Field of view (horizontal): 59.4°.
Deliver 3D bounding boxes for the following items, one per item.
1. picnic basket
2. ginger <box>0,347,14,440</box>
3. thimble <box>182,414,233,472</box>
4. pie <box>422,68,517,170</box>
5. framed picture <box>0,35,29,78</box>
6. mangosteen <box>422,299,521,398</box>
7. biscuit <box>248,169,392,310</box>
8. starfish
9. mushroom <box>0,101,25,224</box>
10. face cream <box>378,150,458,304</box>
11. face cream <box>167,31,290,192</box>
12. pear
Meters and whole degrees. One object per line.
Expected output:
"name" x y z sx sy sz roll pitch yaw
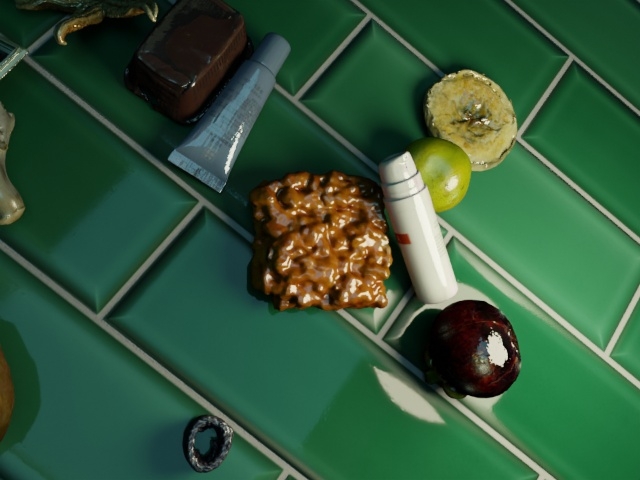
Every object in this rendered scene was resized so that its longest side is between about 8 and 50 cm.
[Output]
"picnic basket" -0.290 -0.429 1.251 0.222 0.129 0.297 33 71 -3
"ginger" -0.634 0.273 0.969 0.223 0.200 0.269 35 72 -2
"thimble" -0.226 0.400 1.113 0.095 0.066 0.104 40 72 -5
"pie" 0.380 -0.307 1.429 0.274 0.055 0.274 3 77 -14
"framed picture" -0.767 -0.327 1.123 0.232 0.019 0.296 28 71 16
"mangosteen" 0.323 0.236 1.228 0.216 0.216 0.216 3 77 -13
"biscuit" 0.000 0.000 1.237 0.318 0.110 0.312 1 78 -15
"starfish" -0.484 -0.544 1.234 0.375 0.094 0.327 -14 62 -4
"mushroom" -0.658 -0.165 1.123 0.099 0.096 0.278 -17 80 13
"face cream" 0.210 -0.028 1.235 0.102 0.102 0.345 -27 108 -18
"face cream" -0.187 -0.303 1.274 0.136 0.086 0.385 33 76 -18
"pear" 0.245 -0.135 1.305 0.216 0.166 0.180 -46 102 -8
